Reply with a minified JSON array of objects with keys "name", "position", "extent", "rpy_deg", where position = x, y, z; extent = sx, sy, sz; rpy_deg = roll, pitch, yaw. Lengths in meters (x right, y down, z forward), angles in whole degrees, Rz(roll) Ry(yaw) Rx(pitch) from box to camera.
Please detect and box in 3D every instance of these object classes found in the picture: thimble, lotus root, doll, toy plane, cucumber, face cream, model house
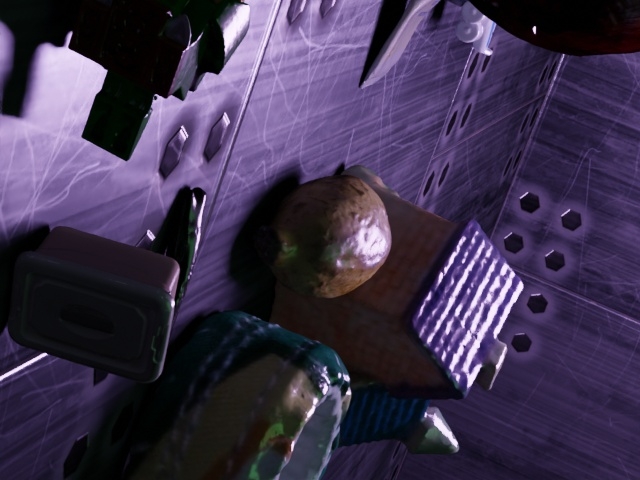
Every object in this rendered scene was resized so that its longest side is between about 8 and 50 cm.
[{"name":"thimble","position":[-0.090,0.225,1.684],"extent":[0.254,0.167,0.288],"rpy_deg":[-39,149,-61]},{"name":"lotus root","position":[0.000,0.000,1.763],"extent":[0.214,0.138,0.138],"rpy_deg":[-20,134,-56]},{"name":"doll","position":[-0.099,-0.163,1.094],"extent":[0.186,0.106,0.134],"rpy_deg":[-59,171,-30]},{"name":"toy plane","position":[0.255,-0.377,2.111],"extent":[0.267,0.122,0.267],"rpy_deg":[-57,162,-30]},{"name":"cucumber","position":[-0.130,0.017,1.452],"extent":[0.033,0.034,0.135],"rpy_deg":[-12,124,-68]},{"name":"face cream","position":[0.118,-0.282,1.881],"extent":[0.224,0.070,0.114],"rpy_deg":[-62,170,25]},{"name":"model house","position":[0.097,0.116,1.984],"extent":[0.245,0.280,0.312],"rpy_deg":[-56,164,-40]}]

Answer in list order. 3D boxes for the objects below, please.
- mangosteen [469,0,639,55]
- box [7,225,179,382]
[{"name":"mangosteen","position":[0.287,-0.409,1.656],"extent":[0.381,0.381,0.421],"rpy_deg":[31,66,-77]},{"name":"box","position":[-0.166,0.044,1.181],"extent":[0.062,0.122,0.089],"rpy_deg":[-70,175,-55]}]
